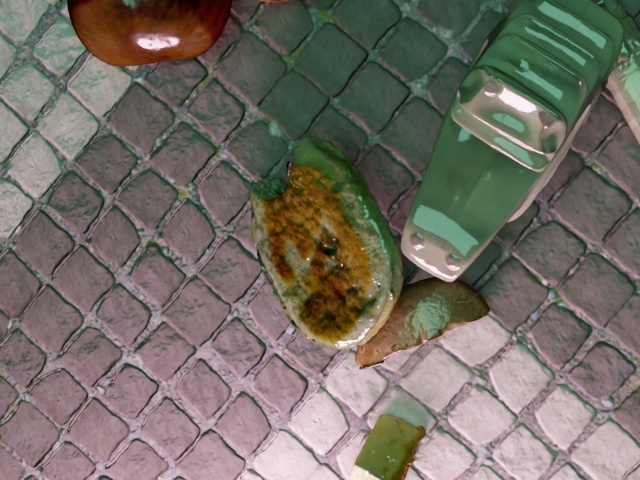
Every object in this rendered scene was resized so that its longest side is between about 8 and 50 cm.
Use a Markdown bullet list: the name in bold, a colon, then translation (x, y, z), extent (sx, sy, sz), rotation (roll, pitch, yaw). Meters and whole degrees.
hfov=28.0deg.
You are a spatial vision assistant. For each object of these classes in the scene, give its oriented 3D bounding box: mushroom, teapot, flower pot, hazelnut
- **mushroom**: translation (0.132, 0.110, 1.823), extent (0.210, 0.072, 0.094), rotation (-21, 82, 14)
- **teapot**: translation (0.409, -0.230, 1.706), extent (0.077, 0.107, 0.200), rotation (-29, 88, 15)
- **flower pot**: translation (0.236, -0.136, 1.658), extent (0.165, 0.254, 0.367), rotation (31, 132, 6)
- **hazelnut**: translation (-0.238, -0.353, 1.804), extent (0.229, 0.229, 0.229), rotation (1, 96, 13)

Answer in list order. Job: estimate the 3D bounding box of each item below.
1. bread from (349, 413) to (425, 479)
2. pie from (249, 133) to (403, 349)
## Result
- **bread**: translation (0.096, 0.314, 1.880), extent (0.084, 0.080, 0.109), rotation (26, 66, 9)
- **pie**: translation (0.004, 0.007, 1.777), extent (0.302, 0.067, 0.302), rotation (19, 116, 44)
